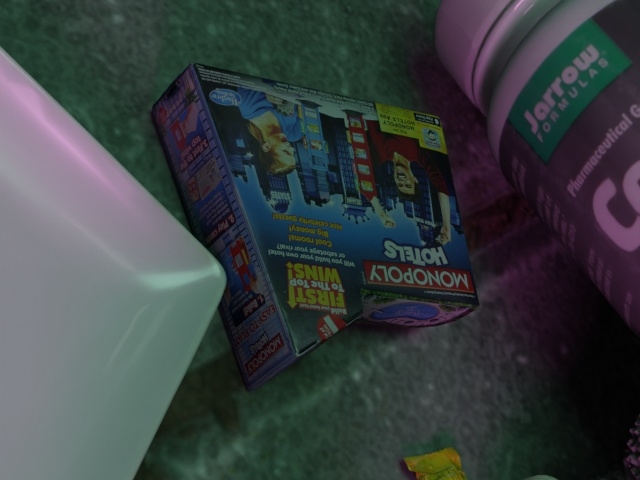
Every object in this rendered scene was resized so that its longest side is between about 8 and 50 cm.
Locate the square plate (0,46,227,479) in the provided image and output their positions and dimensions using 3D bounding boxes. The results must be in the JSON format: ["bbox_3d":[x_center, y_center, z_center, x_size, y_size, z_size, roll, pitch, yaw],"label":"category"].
[{"bbox_3d":[-0.223,0.023,0.726,0.344,0.049,0.347,45,40,-20],"label":"square plate"}]

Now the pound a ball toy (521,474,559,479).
[{"bbox_3d":[-0.011,0.259,0.627,0.135,0.319,0.208,52,31,4],"label":"pound a ball toy"}]

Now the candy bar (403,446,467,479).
[{"bbox_3d":[0.092,0.202,0.908,0.040,0.018,0.161,-4,65,-33],"label":"candy bar"}]

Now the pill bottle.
[{"bbox_3d":[0.242,-0.059,1.007,0.204,0.204,0.361,-7,49,-38],"label":"pill bottle"}]

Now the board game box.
[{"bbox_3d":[0.000,0.000,0.942,0.194,0.060,0.194,9,59,-31],"label":"board game box"}]

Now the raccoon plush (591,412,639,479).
[{"bbox_3d":[0.288,0.230,0.782,0.216,0.446,0.299,-40,95,-22],"label":"raccoon plush"}]
